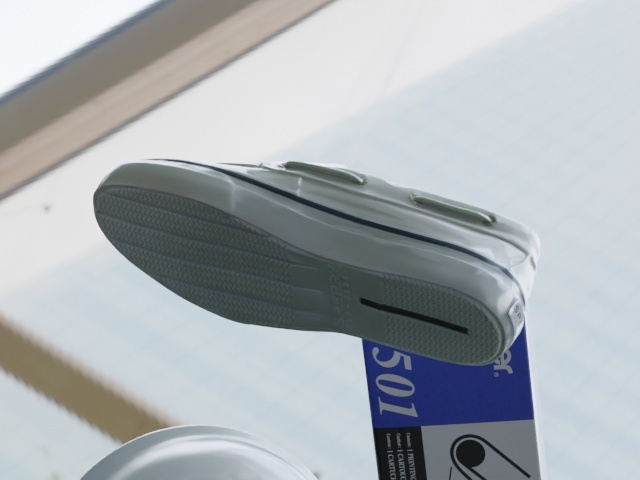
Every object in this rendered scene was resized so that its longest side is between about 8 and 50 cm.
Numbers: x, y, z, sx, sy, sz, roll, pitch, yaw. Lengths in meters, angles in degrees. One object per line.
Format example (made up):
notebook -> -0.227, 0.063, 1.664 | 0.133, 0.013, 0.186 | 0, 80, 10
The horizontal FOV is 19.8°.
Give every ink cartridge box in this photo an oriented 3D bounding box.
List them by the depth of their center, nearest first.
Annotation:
ink cartridge box -> 0.081, 0.110, 1.080 | 0.097, 0.046, 0.207 | -5, -77, 11

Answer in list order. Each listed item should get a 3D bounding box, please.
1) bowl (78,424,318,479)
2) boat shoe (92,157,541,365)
bowl -> -0.085, 0.302, 1.558 | 0.298, 0.298, 0.134 | 64, -22, -3
boat shoe -> 0.000, 0.000, 0.918 | 0.226, 0.076, 0.083 | 19, -44, 14
